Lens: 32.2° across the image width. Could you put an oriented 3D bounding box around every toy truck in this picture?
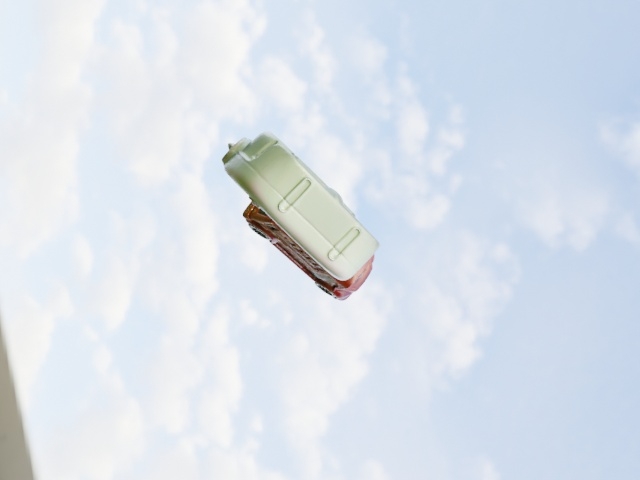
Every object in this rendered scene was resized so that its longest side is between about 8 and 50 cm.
[{"bbox_3d":[0.000,0.000,1.788,0.107,0.253,0.114,-55,-148,-11],"label":"toy truck"}]

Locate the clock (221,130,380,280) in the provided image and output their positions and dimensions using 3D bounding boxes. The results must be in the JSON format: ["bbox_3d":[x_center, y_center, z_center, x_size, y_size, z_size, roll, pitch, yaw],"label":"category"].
[{"bbox_3d":[-0.028,-0.045,1.096,0.062,0.151,0.191,-46,-156,1],"label":"clock"}]
